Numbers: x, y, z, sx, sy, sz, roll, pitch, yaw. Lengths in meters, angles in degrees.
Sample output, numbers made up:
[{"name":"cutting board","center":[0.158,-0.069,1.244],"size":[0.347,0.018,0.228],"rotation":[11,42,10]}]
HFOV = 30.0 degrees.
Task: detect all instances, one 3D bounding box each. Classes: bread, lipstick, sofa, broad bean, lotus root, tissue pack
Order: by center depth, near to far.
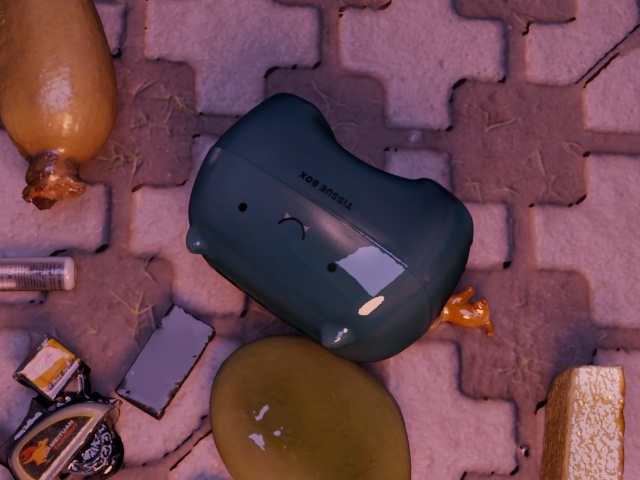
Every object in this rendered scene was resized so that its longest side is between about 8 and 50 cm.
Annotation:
[{"name":"broad bean","center":[-0.004,0.210,1.263],"size":[0.189,0.121,0.263],"rotation":[-36,78,-15]},{"name":"tissue pack","center":[0.000,0.000,1.268],"size":[0.287,0.198,0.206],"rotation":[36,75,16]},{"name":"bread","center":[0.279,0.228,1.270],"size":[0.068,0.125,0.188],"rotation":[8,75,0]},{"name":"sofa","center":[-0.169,0.133,1.314],"size":[0.060,0.039,0.118],"rotation":[31,76,6]},{"name":"lipstick","center":[-0.344,0.037,1.328],"size":[0.141,0.040,0.040],"rotation":[0,75,-4]},{"name":"lotus root","center":[-0.296,-0.188,1.334],"size":[0.131,0.146,0.303],"rotation":[-10,73,-4]}]

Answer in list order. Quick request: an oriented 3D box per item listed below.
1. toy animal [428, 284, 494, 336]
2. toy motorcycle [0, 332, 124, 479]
[{"name":"toy animal","center":[0.143,0.089,1.336],"size":[0.083,0.060,0.081],"rotation":[-28,77,-18]},{"name":"toy motorcycle","center":[-0.315,0.245,1.252],"size":[0.157,0.091,0.263],"rotation":[36,77,11]}]
